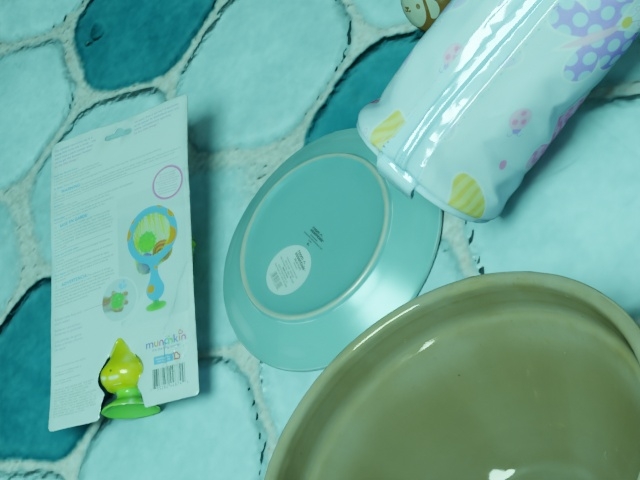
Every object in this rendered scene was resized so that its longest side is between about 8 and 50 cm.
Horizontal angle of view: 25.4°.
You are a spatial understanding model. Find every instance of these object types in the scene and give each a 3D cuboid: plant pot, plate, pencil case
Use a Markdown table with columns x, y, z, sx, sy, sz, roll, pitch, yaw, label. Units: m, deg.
| x | y | z | sx | sy | sz | roll | pitch | yaw | label |
| --- | --- | --- | --- | --- | --- | --- | --- | --- | --- |
| 0.091 | 0.142 | 0.757 | 0.237 | 0.110 | 0.237 | -23 | 41 | 22 | plant pot |
| 0.000 | 0.000 | 0.990 | 0.188 | 0.024 | 0.188 | -19 | 55 | 30 | plate |
| 0.139 | -0.138 | 0.856 | 0.273 | 0.113 | 0.124 | -52 | 1 | 22 | pencil case |

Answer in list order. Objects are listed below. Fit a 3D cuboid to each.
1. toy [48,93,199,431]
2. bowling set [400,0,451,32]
| x | y | z | sx | sy | sz | roll | pitch | yaw | label |
| --- | --- | --- | --- | --- | --- | --- | --- | --- | --- |
| -0.139 | 0.022 | 1.071 | 0.137 | 0.056 | 0.237 | -17 | 61 | 27 | toy |
| 0.105 | -0.250 | 0.956 | 0.287 | 0.154 | 0.200 | 23 | 81 | 45 | bowling set |
